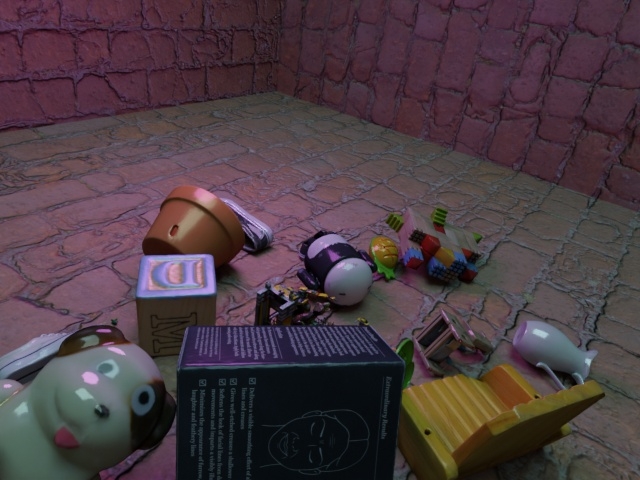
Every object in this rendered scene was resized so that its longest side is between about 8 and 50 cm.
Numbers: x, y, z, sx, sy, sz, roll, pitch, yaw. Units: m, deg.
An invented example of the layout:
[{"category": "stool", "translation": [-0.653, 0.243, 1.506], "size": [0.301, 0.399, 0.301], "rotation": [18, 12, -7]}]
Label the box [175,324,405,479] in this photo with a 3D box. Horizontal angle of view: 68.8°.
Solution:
[{"category": "box", "translation": [-0.067, 0.333, 0.898], "size": [0.395, 0.294, 0.212], "rotation": [2, 9, -12]}]

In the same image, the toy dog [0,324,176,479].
[{"category": "toy dog", "translation": [-0.440, 0.336, 0.763], "size": [0.285, 0.408, 0.395], "rotation": [54, 2, 5]}]

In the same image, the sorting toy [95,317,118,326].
[{"category": "sorting toy", "translation": [-0.575, 0.236, 1.258], "size": [0.062, 0.012, 0.083], "rotation": [24, 37, 33]}]

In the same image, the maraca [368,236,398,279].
[{"category": "maraca", "translation": [0.228, 0.061, 1.683], "size": [0.127, 0.099, 0.186], "rotation": [30, 40, -20]}]

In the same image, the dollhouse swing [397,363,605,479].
[{"category": "dollhouse swing", "translation": [0.362, 0.342, 1.037], "size": [0.346, 0.305, 0.315], "rotation": [-7, 34, -23]}]

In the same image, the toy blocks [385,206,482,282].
[{"category": "toy blocks", "translation": [0.438, 0.035, 1.699], "size": [0.381, 0.191, 0.261], "rotation": [19, 35, -15]}]

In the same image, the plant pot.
[{"category": "plant pot", "translation": [-0.414, 0.002, 1.466], "size": [0.290, 0.291, 0.203], "rotation": [19, 48, 17]}]

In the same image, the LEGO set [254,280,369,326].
[{"category": "LEGO set", "translation": [-0.025, 0.208, 1.271], "size": [0.255, 0.192, 0.331], "rotation": [-19, 41, -39]}]

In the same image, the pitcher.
[{"category": "pitcher", "translation": [0.658, 0.333, 1.327], "size": [0.207, 0.125, 0.178], "rotation": [28, 49, 10]}]

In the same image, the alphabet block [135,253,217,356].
[{"category": "alphabet block", "translation": [-0.379, 0.168, 1.244], "size": [0.193, 0.197, 0.192], "rotation": [0, 30, -15]}]

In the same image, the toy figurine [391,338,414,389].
[{"category": "toy figurine", "translation": [0.126, 0.274, 1.105], "size": [0.159, 0.173, 0.130], "rotation": [18, 70, 32]}]

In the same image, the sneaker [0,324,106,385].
[{"category": "sneaker", "translation": [-0.640, 0.257, 1.124], "size": [0.258, 0.094, 0.091], "rotation": [-22, 46, -40]}]

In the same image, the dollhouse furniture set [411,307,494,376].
[{"category": "dollhouse furniture set", "translation": [0.383, 0.308, 1.316], "size": [0.183, 0.129, 0.129], "rotation": [29, 22, -26]}]

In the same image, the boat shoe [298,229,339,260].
[{"category": "boat shoe", "translation": [0.000, 0.000, 1.746], "size": [0.080, 0.076, 0.228], "rotation": [28, 35, 29]}]

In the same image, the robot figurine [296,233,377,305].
[{"category": "robot figurine", "translation": [0.052, 0.092, 1.518], "size": [0.173, 0.209, 0.278], "rotation": [40, 6, -41]}]

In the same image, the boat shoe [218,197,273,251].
[{"category": "boat shoe", "translation": [-0.332, -0.064, 1.723], "size": [0.335, 0.121, 0.119], "rotation": [24, 29, 21]}]
